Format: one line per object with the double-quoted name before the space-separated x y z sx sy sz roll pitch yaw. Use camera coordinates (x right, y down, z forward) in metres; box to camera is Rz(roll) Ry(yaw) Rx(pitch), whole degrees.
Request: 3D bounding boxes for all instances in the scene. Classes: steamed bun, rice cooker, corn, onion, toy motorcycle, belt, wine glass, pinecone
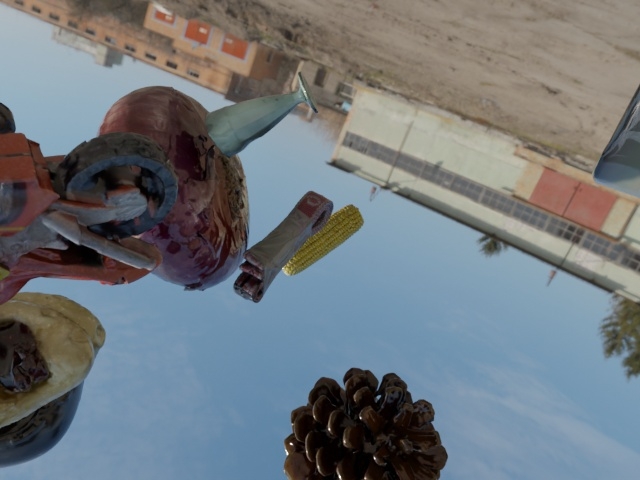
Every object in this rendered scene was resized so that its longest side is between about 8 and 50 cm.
"steamed bun" -0.318 0.124 0.555 0.155 0.140 0.172 -11 -175 -8
"rice cooker" -0.486 0.208 0.780 0.267 0.267 0.224 13 168 -28
"corn" 0.000 0.000 1.325 0.081 0.248 0.081 51 168 15
"onion" -0.266 -0.076 0.872 0.286 0.347 0.347 -18 -167 9
"toy motorcycle" -0.252 -0.006 0.366 0.298 0.171 0.089 -10 -130 -33
"belt" -0.059 0.001 0.856 0.053 0.071 0.232 27 -122 21
"wine glass" -0.083 -0.182 0.752 0.155 0.073 0.073 -21 -167 9
"pinecone" 0.082 0.331 0.826 0.264 0.264 0.264 20 -164 -6

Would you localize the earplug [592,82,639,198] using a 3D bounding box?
"earplug" 0.563 -0.132 0.565 0.394 0.312 0.313 29 -163 23
